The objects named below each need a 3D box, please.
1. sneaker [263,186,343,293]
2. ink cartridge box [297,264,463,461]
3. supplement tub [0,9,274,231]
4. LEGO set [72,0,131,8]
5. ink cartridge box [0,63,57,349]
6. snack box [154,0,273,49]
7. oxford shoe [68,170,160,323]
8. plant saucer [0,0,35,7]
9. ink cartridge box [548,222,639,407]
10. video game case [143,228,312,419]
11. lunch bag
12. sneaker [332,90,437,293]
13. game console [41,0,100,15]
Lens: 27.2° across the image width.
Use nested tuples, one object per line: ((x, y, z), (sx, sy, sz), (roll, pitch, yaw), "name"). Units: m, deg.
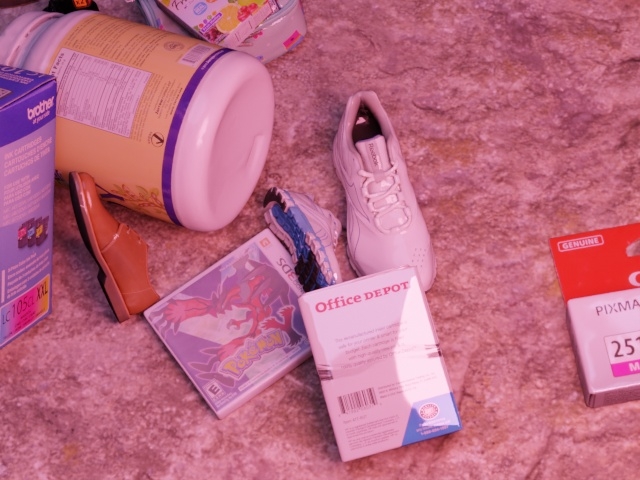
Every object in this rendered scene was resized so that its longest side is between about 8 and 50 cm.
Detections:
((0.000, 0.000, 1.708), (0.082, 0.071, 0.191), (-4, 50, -31), "sneaker")
((0.070, 0.146, 1.576), (0.148, 0.086, 0.203), (-15, 81, 1), "ink cartridge box")
((-0.252, -0.165, 1.743), (0.331, 0.241, 0.241), (17, 65, 18), "supplement tub")
((-0.242, -0.394, 1.803), (0.244, 0.060, 0.182), (-26, 38, -13), "LEGO set")
((-0.478, -0.086, 1.647), (0.269, 0.396, 0.151), (14, 27, 15), "ink cartridge box")
((-0.149, -0.325, 1.810), (0.100, 0.037, 0.141), (-44, 64, -10), "snack box")
((-0.265, -0.002, 1.695), (0.076, 0.212, 0.076), (-25, 27, -12), "oxford shoe")
((-0.483, -0.501, 2.074), (0.310, 0.050, 0.311), (-3, 60, 6), "plant saucer")
((0.436, 0.065, 1.617), (0.275, 0.060, 0.239), (-10, 62, 3), "ink cartridge box")
((-0.097, 0.103, 1.697), (0.201, 0.023, 0.183), (-35, 62, -10), "video game case")
((-0.160, -0.360, 1.911), (0.224, 0.108, 0.279), (-25, 61, -6), "lunch bag")
((0.072, -0.059, 1.700), (0.111, 0.129, 0.297), (-16, 62, -4), "sneaker")
((-0.374, -0.291, 1.962), (0.107, 0.071, 0.122), (-7, 56, -30), "game console")
